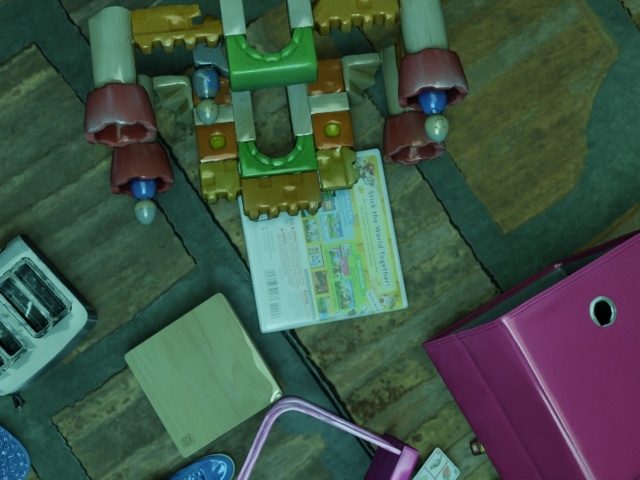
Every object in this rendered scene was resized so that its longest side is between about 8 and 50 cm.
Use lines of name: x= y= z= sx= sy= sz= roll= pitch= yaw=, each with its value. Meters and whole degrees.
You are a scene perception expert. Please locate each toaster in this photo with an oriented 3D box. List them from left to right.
toaster: x=-0.400 y=0.106 z=1.653 sx=0.168 sy=0.110 sz=0.185 roll=-42 pitch=90 yaw=-6

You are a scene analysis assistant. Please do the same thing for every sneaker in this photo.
sneaker: x=-0.491 y=0.247 z=1.656 sx=0.232 sy=0.090 sz=0.081 roll=35 pitch=82 yaw=-22
sneaker: x=-0.182 y=0.331 z=1.663 sx=0.152 sy=0.084 sz=0.058 roll=-23 pitch=87 yaw=-6

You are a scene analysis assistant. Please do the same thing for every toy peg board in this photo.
toy peg board: x=-0.147 y=0.179 z=1.687 sx=0.161 sy=0.079 sz=0.161 roll=-34 pitch=80 yaw=9

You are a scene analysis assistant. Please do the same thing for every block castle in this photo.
block castle: x=-0.059 y=-0.162 z=1.589 sx=0.453 sy=0.303 sz=0.212 roll=-7 pitch=76 yaw=-4

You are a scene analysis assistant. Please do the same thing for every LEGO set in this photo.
LEGO set: x=0.193 y=0.374 z=1.661 sx=0.182 sy=0.060 sz=0.244 roll=48 pitch=54 yaw=-7

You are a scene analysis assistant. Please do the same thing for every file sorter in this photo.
file sorter: x=-0.012 y=0.312 z=1.578 sx=0.182 sy=0.290 sz=0.202 roll=24 pitch=84 yaw=1

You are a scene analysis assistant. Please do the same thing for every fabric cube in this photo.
fabric cube: x=0.332 y=0.170 z=1.610 sx=0.254 sy=0.259 sz=0.258 roll=-28 pitch=88 yaw=-20

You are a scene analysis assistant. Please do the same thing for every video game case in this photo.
video game case: x=0.000 y=0.000 z=1.736 sx=0.206 sy=0.026 sz=0.227 roll=-10 pitch=85 yaw=-5
